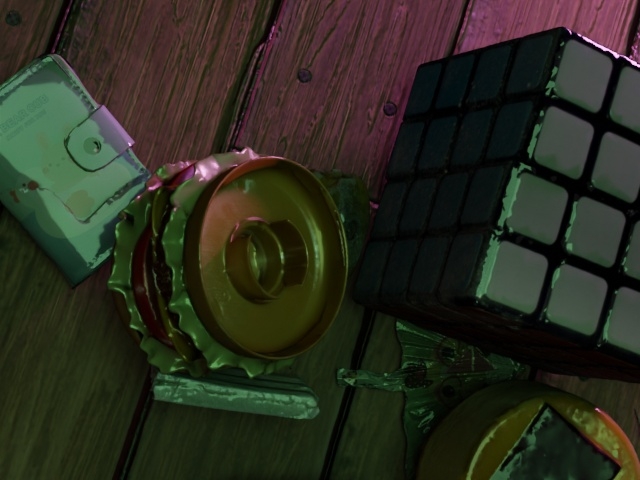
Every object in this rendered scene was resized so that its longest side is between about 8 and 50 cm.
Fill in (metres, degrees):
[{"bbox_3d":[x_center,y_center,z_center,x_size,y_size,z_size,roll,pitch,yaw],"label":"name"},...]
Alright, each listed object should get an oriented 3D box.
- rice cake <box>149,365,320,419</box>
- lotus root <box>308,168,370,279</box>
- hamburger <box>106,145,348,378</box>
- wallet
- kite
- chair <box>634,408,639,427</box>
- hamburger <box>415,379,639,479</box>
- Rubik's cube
[{"bbox_3d":[-0.105,0.181,1.687,0.211,0.124,0.038,11,98,-11],"label":"rice cake"},{"bbox_3d":[0.000,0.000,1.749,0.113,0.088,0.192,13,82,2],"label":"lotus root"},{"bbox_3d":[-0.122,0.032,1.607,0.274,0.212,0.274,10,76,-44],"label":"hamburger"},{"bbox_3d":[-0.317,-0.090,1.679,0.176,0.075,0.250,-40,97,-11],"label":"wallet"},{"bbox_3d":[0.150,0.176,1.813,0.268,0.013,0.323,-3,84,-17],"label":"kite"},{"bbox_3d":[0.460,0.268,1.874,0.037,0.042,0.086,-16,89,-12],"label":"chair"},{"bbox_3d":[0.264,0.325,1.745,0.300,0.176,0.300,1,85,-14],"label":"hamburger"},{"bbox_3d":[0.286,-0.029,1.680,0.344,0.344,0.337,21,79,-23],"label":"Rubik's cube"}]
